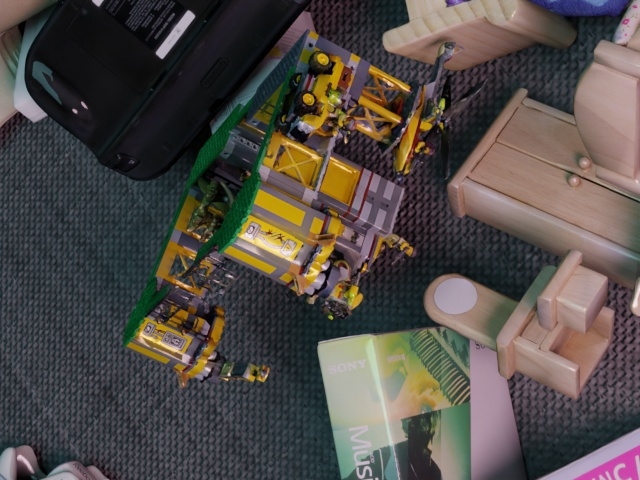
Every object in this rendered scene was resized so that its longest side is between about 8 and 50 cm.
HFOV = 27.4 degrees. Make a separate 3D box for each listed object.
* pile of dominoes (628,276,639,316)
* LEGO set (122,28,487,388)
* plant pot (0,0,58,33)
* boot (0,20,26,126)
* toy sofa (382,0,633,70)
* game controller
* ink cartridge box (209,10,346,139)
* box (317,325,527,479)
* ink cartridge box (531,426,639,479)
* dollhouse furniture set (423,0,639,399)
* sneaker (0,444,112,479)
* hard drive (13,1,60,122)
[{"bbox_3d":[0.366,-0.005,0.927,0.251,0.040,0.196,15,96,-8],"label":"pile of dominoes"},{"bbox_3d":[0.000,0.000,1.038,0.331,0.192,0.255,-46,23,49],"label":"LEGO set"},{"bbox_3d":[-0.326,-0.294,1.223,0.274,0.256,0.256,-11,84,9],"label":"plant pot"},{"bbox_3d":[-0.368,-0.211,1.378,0.165,0.077,0.213,-33,80,24],"label":"boot"},{"bbox_3d":[0.124,-0.334,1.076,0.177,0.150,0.362,-15,82,28],"label":"toy sofa"},{"bbox_3d":[-0.129,-0.190,1.118,0.166,0.067,0.319,44,123,0],"label":"game controller"},{"bbox_3d":[-0.051,-0.150,1.199,0.092,0.090,0.143,-20,79,27],"label":"ink cartridge box"},{"bbox_3d":[0.103,0.226,1.031,0.058,0.232,0.322,-16,82,29],"label":"box"},{"bbox_3d":[0.258,0.305,0.976,0.311,0.186,0.065,64,149,12],"label":"ink cartridge box"},{"bbox_3d":[0.171,-0.114,0.923,0.174,0.355,0.303,25,65,25],"label":"dollhouse furniture set"},{"bbox_3d":[-0.230,0.290,1.283,0.297,0.111,0.129,15,90,26],"label":"sneaker"},{"bbox_3d":[-0.154,-0.251,1.233,0.308,0.040,0.203,-23,47,26],"label":"hard drive"}]
